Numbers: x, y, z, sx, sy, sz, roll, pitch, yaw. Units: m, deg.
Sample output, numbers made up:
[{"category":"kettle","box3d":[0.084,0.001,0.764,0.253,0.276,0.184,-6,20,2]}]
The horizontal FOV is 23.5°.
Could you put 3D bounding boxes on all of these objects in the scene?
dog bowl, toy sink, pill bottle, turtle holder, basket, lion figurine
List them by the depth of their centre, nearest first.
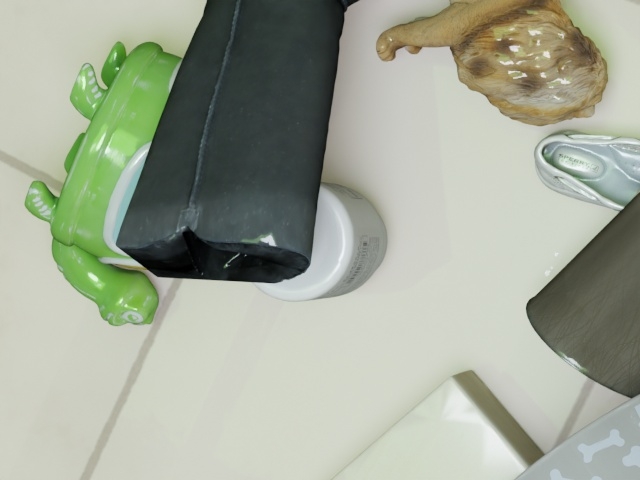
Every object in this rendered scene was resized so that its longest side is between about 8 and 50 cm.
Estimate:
[{"category":"dog bowl","box3d":[0.305,0.262,1.588,0.349,0.349,0.102,-39,68,12]},{"category":"basket","box3d":[0.360,0.034,1.617,0.204,0.154,0.227,24,119,-12]},{"category":"lion figurine","box3d":[0.186,-0.318,1.711,0.240,0.142,0.392,-4,96,30]},{"category":"pill bottle","box3d":[0.000,0.000,1.722,0.131,0.229,0.131,0,90,16]},{"category":"toy sink","box3d":[0.123,0.279,1.737,0.234,0.131,0.153,-43,78,11]},{"category":"turtle holder","box3d":[-0.201,-0.056,1.777,0.227,0.243,0.320,25,87,-3]}]

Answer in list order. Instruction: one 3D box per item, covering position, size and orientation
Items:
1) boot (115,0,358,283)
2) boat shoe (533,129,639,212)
[{"category":"boot","box3d":[-0.002,-0.177,1.558,0.367,0.146,0.445,-10,53,40]},{"category":"boat shoe","box3d":[0.366,-0.061,1.688,0.277,0.096,0.098,12,91,15]}]
